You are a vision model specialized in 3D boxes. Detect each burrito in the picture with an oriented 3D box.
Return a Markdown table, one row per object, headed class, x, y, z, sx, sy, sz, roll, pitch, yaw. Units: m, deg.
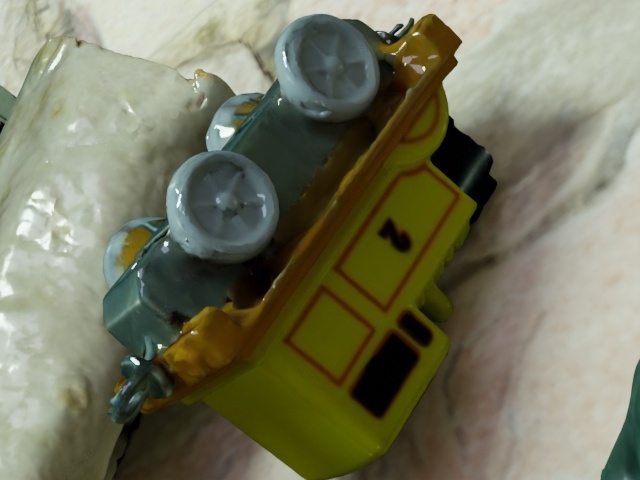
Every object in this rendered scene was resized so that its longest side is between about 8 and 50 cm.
| class | x | y | z | sx | sy | sz | roll | pitch | yaw |
| --- | --- | --- | --- | --- | --- | --- | --- | --- | --- |
| burrito | -0.126 | 0.053 | 0.630 | 0.143 | 0.105 | 0.299 | -19 | 45 | 57 |

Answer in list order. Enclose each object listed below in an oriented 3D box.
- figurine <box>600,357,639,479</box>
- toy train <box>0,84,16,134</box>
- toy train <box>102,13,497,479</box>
| class | x | y | z | sx | sy | sz | roll | pitch | yaw |
| --- | --- | --- | --- | --- | --- | --- | --- | --- | --- |
| figurine | 0.215 | -0.006 | 0.333 | 0.261 | 0.186 | 0.382 | 38 | 83 | 26 |
| toy train | -0.260 | -0.033 | 0.864 | 0.251 | 0.048 | 0.055 | -13 | 57 | 40 |
| toy train | 0.000 | 0.000 | 0.571 | 0.219 | 0.127 | 0.089 | -55 | 11 | -32 |
